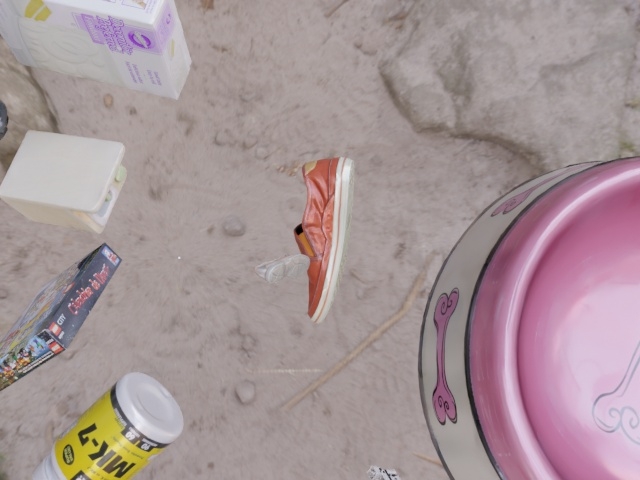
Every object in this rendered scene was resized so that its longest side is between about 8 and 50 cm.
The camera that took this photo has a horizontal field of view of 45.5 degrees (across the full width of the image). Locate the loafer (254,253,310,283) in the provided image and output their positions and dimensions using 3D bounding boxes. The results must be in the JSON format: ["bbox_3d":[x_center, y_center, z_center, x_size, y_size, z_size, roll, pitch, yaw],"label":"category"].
[{"bbox_3d":[-0.065,0.043,1.323,0.039,0.125,0.045,20,108,28],"label":"loafer"}]

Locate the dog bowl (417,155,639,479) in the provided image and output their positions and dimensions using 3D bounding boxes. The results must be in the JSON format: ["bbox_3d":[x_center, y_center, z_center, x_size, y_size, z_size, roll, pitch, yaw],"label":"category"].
[{"bbox_3d":[0.298,0.108,0.665,0.408,0.150,0.407,0,79,-2],"label":"dog bowl"}]

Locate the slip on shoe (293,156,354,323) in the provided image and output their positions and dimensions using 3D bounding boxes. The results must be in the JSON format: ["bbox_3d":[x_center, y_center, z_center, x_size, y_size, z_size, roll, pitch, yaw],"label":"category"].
[{"bbox_3d":[0.000,0.000,1.444,0.101,0.123,0.331,8,112,8],"label":"slip on shoe"}]

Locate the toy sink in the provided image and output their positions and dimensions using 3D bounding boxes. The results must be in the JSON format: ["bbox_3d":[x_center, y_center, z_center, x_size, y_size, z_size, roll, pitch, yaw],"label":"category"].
[{"bbox_3d":[-0.478,-0.110,1.502,0.234,0.131,0.152,9,68,20],"label":"toy sink"}]

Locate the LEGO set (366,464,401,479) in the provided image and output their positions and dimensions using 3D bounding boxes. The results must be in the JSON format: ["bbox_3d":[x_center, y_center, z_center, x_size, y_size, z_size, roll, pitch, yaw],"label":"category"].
[{"bbox_3d":[0.153,0.499,1.302,0.093,0.227,0.087,13,119,-40],"label":"LEGO set"}]

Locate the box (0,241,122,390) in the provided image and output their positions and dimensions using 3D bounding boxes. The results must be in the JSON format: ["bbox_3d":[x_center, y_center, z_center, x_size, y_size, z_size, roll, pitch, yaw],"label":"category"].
[{"bbox_3d":[-0.412,0.114,1.180,0.159,0.233,0.044,-30,113,24],"label":"box"}]

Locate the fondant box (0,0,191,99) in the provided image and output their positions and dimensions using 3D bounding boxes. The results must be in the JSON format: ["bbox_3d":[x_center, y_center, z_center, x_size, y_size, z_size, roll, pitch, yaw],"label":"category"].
[{"bbox_3d":[-0.418,-0.387,1.376,0.330,0.238,0.096,13,69,5],"label":"fondant box"}]

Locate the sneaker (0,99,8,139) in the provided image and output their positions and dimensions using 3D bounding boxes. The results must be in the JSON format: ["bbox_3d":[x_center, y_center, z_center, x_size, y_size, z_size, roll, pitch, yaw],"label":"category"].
[{"bbox_3d":[-0.608,-0.247,1.310,0.147,0.296,0.104,2,66,-27],"label":"sneaker"}]

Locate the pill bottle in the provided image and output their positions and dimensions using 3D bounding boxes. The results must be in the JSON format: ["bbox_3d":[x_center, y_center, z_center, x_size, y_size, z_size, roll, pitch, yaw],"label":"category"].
[{"bbox_3d":[-0.309,0.299,1.105,0.208,0.119,0.119,-43,97,11],"label":"pill bottle"}]
